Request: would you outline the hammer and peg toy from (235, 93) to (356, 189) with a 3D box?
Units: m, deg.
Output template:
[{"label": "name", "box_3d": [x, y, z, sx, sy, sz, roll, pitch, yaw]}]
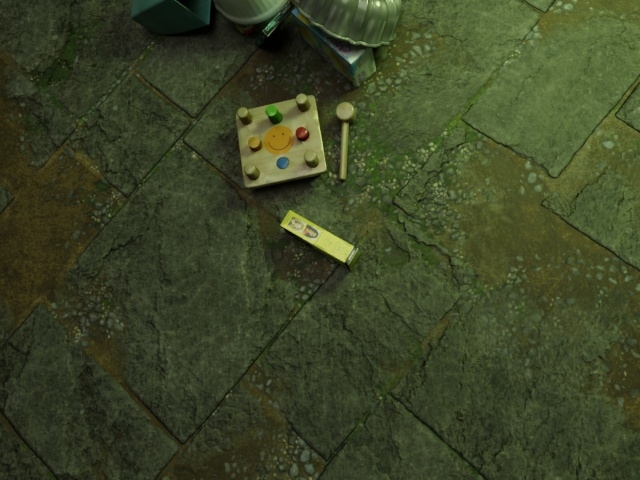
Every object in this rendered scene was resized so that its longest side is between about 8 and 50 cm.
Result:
[{"label": "hammer and peg toy", "box_3d": [-0.067, -0.300, 1.518, 0.362, 0.127, 0.265, -10, 76, 8]}]

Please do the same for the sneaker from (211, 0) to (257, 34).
[{"label": "sneaker", "box_3d": [-0.294, -0.788, 1.684, 0.088, 0.093, 0.225, -44, 73, 0]}]

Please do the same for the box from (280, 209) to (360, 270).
[{"label": "box", "box_3d": [0.000, 0.000, 1.464, 0.232, 0.087, 0.058, 29, 82, 16]}]

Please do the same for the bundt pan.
[{"label": "bundt pan", "box_3d": [0.092, -0.703, 1.458, 0.331, 0.124, 0.330, 12, 50, -15]}]

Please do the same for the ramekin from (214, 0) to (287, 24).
[{"label": "ramekin", "box_3d": [-0.227, -0.822, 1.549, 0.277, 0.135, 0.277, -2, 82, 14]}]

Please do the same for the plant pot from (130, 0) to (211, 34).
[{"label": "plant pot", "box_3d": [-0.504, -0.788, 1.672, 0.234, 0.165, 0.165, -5, 76, 32]}]

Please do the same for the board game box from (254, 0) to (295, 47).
[{"label": "board game box", "box_3d": [-0.147, -0.674, 1.594, 0.026, 0.186, 0.126, 42, 87, -18]}]

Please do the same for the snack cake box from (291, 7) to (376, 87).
[{"label": "snack cake box", "box_3d": [0.044, -0.607, 1.555, 0.089, 0.152, 0.264, -44, 74, -1]}]
